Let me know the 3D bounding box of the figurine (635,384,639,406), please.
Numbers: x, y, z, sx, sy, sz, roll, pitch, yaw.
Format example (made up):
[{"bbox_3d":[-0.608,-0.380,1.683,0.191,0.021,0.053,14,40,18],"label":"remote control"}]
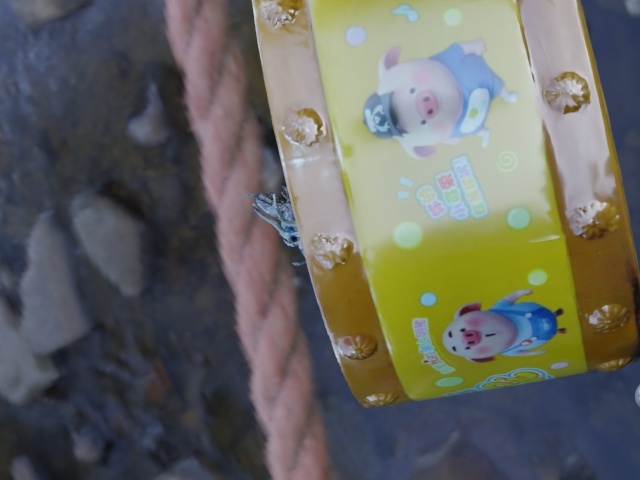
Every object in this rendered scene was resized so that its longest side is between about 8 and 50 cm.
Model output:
[{"bbox_3d":[0.341,0.187,1.323,0.154,0.421,0.193,13,127,21],"label":"figurine"}]

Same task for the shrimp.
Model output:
[{"bbox_3d":[-0.001,0.005,1.453,0.174,0.082,0.076,37,116,36],"label":"shrimp"}]

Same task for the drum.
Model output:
[{"bbox_3d":[0.097,-0.092,1.175,0.214,0.431,0.431,-13,104,8],"label":"drum"}]
